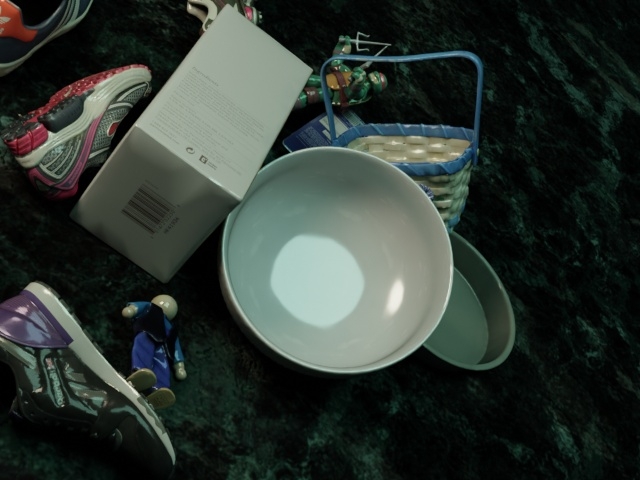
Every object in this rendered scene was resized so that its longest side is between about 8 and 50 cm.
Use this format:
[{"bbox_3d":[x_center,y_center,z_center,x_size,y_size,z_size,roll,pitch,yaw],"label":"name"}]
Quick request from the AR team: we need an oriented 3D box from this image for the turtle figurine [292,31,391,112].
[{"bbox_3d":[0.035,-0.284,1.776,0.234,0.118,0.175,-12,27,-13],"label":"turtle figurine"}]

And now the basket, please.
[{"bbox_3d":[0.137,-0.157,1.612,0.201,0.255,0.288,-47,135,-63],"label":"basket"}]

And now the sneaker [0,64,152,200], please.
[{"bbox_3d":[-0.330,-0.162,1.423,0.112,0.121,0.299,66,33,-22],"label":"sneaker"}]

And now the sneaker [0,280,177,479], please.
[{"bbox_3d":[-0.292,0.192,1.173,0.283,0.107,0.124,48,59,4],"label":"sneaker"}]

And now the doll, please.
[{"bbox_3d":[-0.209,0.136,1.290,0.129,0.046,0.189,53,16,-29],"label":"doll"}]

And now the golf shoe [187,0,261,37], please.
[{"bbox_3d":[-0.146,-0.321,1.729,0.120,0.105,0.272,-5,53,-25],"label":"golf shoe"}]

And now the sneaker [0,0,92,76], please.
[{"bbox_3d":[-0.407,-0.382,1.498,0.131,0.148,0.350,34,41,-14],"label":"sneaker"}]

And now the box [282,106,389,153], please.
[{"bbox_3d":[0.025,-0.155,1.764,0.136,0.036,0.225,47,38,2],"label":"box"}]

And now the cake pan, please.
[{"bbox_3d":[0.198,0.096,1.688,0.293,0.054,0.293,23,44,-25],"label":"cake pan"}]

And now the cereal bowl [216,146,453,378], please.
[{"bbox_3d":[0.012,0.042,1.464,0.339,0.141,0.338,4,71,-14],"label":"cereal bowl"}]

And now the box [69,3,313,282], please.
[{"bbox_3d":[-0.176,-0.144,1.445,0.168,0.215,0.345,36,41,-12],"label":"box"}]
